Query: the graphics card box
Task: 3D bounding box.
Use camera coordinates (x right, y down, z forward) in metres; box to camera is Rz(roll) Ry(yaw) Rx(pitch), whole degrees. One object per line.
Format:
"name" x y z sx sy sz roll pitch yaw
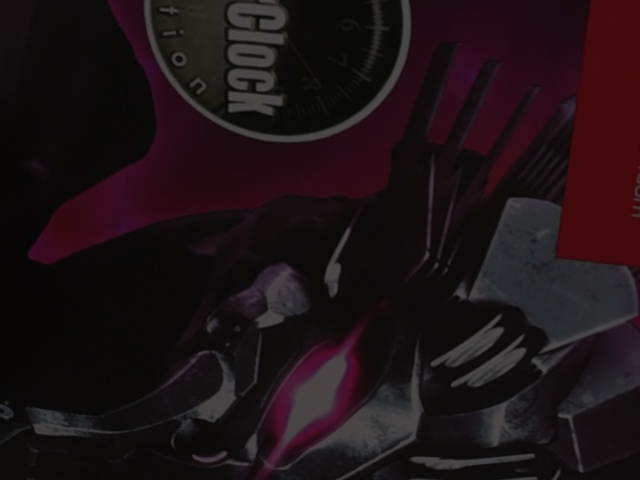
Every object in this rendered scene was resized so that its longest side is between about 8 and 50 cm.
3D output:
"graphics card box" 0.000 0.000 0.402 0.371 0.232 0.094 8 31 8
